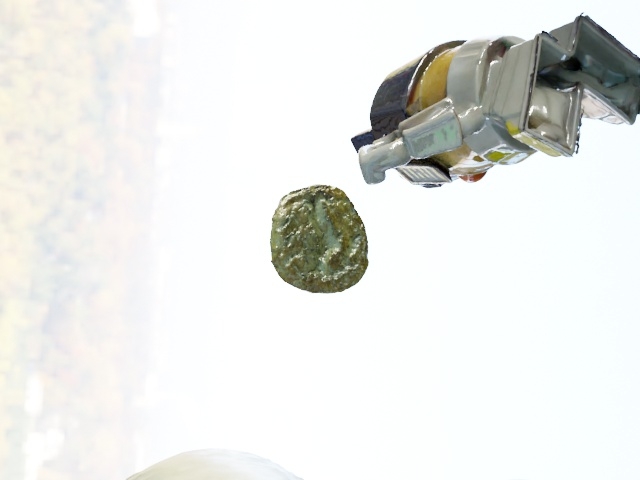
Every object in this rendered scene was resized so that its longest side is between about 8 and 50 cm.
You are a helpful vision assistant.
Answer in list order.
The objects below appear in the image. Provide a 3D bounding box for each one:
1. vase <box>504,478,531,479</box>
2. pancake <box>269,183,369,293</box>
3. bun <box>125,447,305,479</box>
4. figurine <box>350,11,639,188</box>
[{"bbox_3d":[0.222,0.353,1.645,0.248,0.128,0.128,71,17,-56],"label":"vase"},{"bbox_3d":[0.000,-0.001,1.389,0.017,0.108,0.108,-14,-109,63],"label":"pancake"},{"bbox_3d":[-0.004,0.275,0.766,0.219,0.365,0.365,-44,179,-8],"label":"bun"},{"bbox_3d":[0.158,-0.130,1.472,0.308,0.308,0.143,169,-84,-85],"label":"figurine"}]
